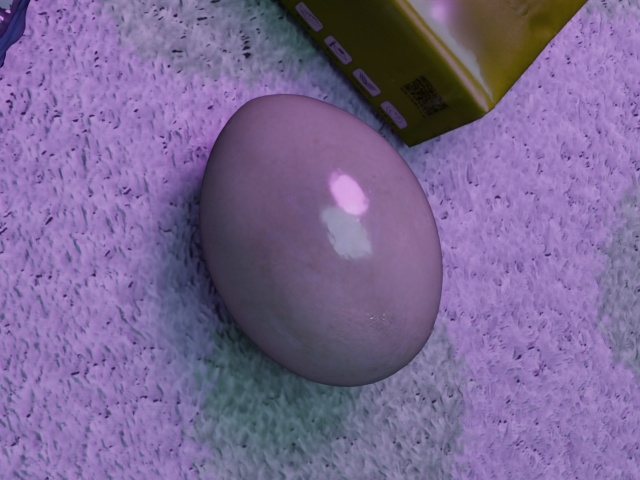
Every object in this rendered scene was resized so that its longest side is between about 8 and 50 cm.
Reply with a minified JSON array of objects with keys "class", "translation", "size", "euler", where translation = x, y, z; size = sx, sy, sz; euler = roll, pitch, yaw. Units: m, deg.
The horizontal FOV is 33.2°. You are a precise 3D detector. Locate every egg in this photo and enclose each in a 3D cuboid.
[{"class":"egg","translation":[0.000,0.000,0.874],"size":[0.186,0.186,0.253],"euler":[-30,97,-26]}]

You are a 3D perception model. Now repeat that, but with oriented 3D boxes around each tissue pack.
[{"class":"tissue pack","translation":[0.081,-0.258,0.961],"size":[0.275,0.167,0.200],"euler":[48,66,-13]}]

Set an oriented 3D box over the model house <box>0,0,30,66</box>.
[{"class":"model house","translation":[-0.346,-0.184,0.601],"size":[0.360,0.297,0.339],"euler":[27,34,-18]}]
